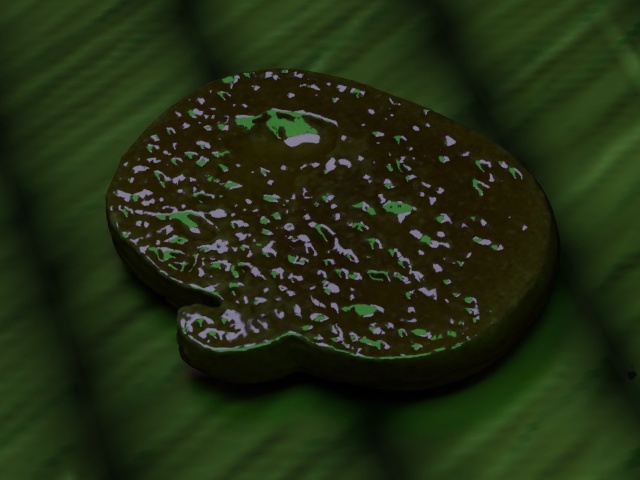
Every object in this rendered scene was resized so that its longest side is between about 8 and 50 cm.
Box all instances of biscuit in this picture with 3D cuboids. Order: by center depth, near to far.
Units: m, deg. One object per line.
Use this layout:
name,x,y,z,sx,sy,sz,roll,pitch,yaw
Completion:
biscuit,0.000,0.000,0.372,0.091,0.015,0.078,27,56,23
